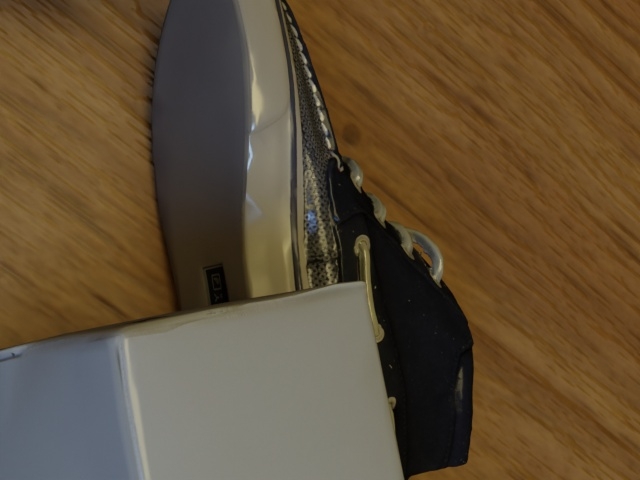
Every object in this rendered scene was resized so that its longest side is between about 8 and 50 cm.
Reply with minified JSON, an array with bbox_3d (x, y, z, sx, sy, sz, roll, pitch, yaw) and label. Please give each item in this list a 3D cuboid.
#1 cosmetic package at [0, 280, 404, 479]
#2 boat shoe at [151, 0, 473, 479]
[{"bbox_3d":[-0.060,0.226,0.564,0.156,0.217,0.385,-7,87,-43],"label":"cosmetic package"},{"bbox_3d":[0.000,0.000,0.707,0.158,0.127,0.340,-6,93,-35],"label":"boat shoe"}]
